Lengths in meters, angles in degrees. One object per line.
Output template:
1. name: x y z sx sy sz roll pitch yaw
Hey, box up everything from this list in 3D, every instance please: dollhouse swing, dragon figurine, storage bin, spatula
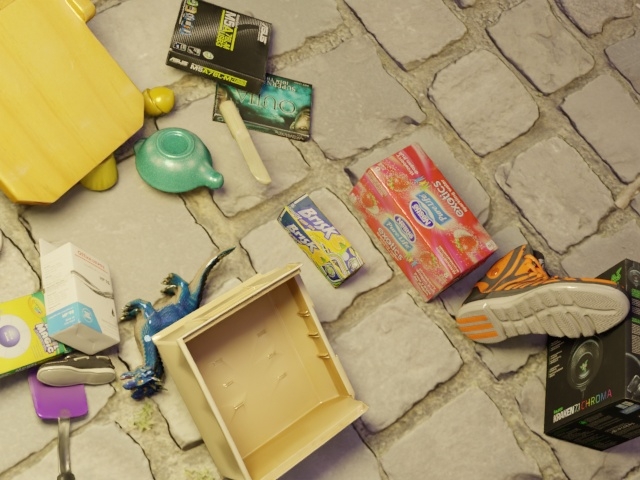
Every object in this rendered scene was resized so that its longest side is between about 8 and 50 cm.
1. dollhouse swing: -0.531 -0.243 1.628 0.347 0.315 0.305 -49 123 -32
2. dragon figurine: -0.225 0.135 1.573 0.289 0.085 0.144 -35 82 -29
3. storage bin: -0.085 0.205 1.517 0.260 0.123 0.262 -31 102 -30
4. spatula: -0.380 0.324 1.450 0.084 0.030 0.296 1 65 -30

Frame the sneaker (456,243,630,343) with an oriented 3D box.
1. sneaker: 0.400 0.077 1.728 0.124 0.321 0.180 59 43 -28

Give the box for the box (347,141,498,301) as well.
1. box: 0.186 -0.034 1.796 0.128 0.122 0.257 -30 78 -30

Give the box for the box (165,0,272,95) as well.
1. box: -0.189 -0.373 1.845 0.184 0.045 0.190 15 45 -11

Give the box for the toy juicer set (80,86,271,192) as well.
1. toy juicer set: -0.256 -0.174 1.721 0.329 0.089 0.209 3 55 -9

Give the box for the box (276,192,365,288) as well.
1. box: 0.000 0.000 1.748 0.059 0.054 0.169 -36 80 -32

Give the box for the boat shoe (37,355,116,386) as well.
1. boat shoe: -0.377 0.196 1.498 0.125 0.046 0.038 3 46 -33

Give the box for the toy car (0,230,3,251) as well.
1. toy car: -0.592 -0.018 1.490 0.136 0.159 0.182 -37 79 4

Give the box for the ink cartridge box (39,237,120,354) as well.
1. ink cartridge box: -0.377 0.076 1.516 0.060 0.104 0.180 -25 59 16

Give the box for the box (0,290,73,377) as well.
1. box: -0.462 0.145 1.450 0.179 0.043 0.105 -18 81 -40

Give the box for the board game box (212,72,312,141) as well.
1. board game box: -0.109 -0.264 1.856 0.186 0.026 0.126 11 61 -16

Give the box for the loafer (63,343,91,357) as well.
1. loafer: -0.411 0.143 1.524 0.125 0.039 0.045 38 56 1

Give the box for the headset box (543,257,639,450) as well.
1. headset box: 0.523 0.199 1.735 0.131 0.246 0.283 19 60 -14
